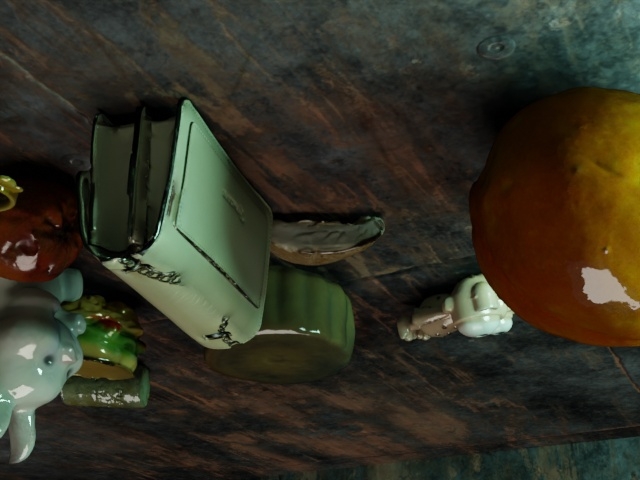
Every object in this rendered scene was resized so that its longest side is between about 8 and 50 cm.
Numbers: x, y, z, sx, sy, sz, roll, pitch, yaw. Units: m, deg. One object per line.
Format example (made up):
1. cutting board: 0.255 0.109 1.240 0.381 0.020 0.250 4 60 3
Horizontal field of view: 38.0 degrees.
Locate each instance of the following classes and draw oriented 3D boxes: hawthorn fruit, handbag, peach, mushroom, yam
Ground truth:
1. hawthorn fruit: -0.449 -0.013 1.405 0.179 0.173 0.173 -12 154 -4
2. handbag: -0.199 -0.008 1.340 0.160 0.236 0.358 -9 152 15
3. peach: 0.342 -0.033 1.195 0.302 0.342 0.342 17 154 5
4. mushroom: 0.001 0.002 1.544 0.210 0.072 0.094 0 163 0
5. yam: -0.513 0.348 2.219 0.194 0.107 0.107 1 154 1

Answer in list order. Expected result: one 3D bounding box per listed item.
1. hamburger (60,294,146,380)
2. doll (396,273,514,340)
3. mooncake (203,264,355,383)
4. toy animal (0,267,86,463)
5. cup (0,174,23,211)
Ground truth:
1. hamburger: -0.455 0.185 1.835 0.237 0.148 0.237 7 160 3
2. doll: 0.267 0.139 1.777 0.154 0.119 0.278 -1 163 -29
3. mooncake: -0.078 0.161 1.768 0.291 0.161 0.290 -1 152 0
4. toy animal: -0.541 0.191 1.626 0.241 0.367 0.196 -16 154 7
5. cup: -0.530 -0.083 1.255 0.241 0.185 0.226 18 155 -19
